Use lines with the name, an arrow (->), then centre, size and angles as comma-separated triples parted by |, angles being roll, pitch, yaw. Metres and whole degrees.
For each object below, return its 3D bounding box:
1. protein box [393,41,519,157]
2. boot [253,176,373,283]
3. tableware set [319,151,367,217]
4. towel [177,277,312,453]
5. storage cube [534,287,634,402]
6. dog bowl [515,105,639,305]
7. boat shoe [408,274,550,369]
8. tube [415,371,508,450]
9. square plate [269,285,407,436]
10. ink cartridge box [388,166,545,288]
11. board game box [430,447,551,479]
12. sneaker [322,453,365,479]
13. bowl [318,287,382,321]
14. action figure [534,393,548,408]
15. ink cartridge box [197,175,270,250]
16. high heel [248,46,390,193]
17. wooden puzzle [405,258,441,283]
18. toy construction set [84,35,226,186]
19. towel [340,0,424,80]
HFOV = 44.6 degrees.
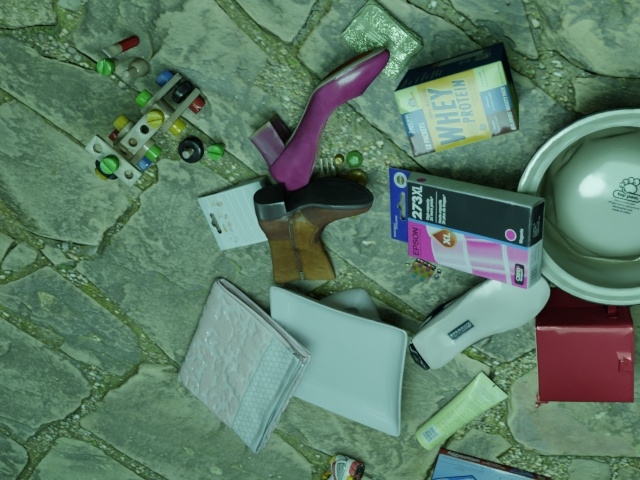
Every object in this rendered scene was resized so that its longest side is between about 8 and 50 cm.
protein box -> 0.269, -0.275, 1.513 | 0.201, 0.200, 0.135 | -13, 110, 19
boot -> 0.000, 0.000, 1.730 | 0.264, 0.096, 0.280 | -8, 134, 5
tableware set -> 0.055, -0.122, 1.736 | 0.104, 0.024, 0.154 | -4, 112, 12
towel -> -0.201, 0.309, 1.910 | 0.317, 0.053, 0.331 | 38, 119, 25
storage cube -> 0.562, 0.223, 1.677 | 0.193, 0.183, 0.214 | -2, 113, 15
dog bowl -> 0.595, -0.082, 1.546 | 0.408, 0.150, 0.407 | 6, 115, 14
boat shoe -> 0.347, 0.147, 1.711 | 0.341, 0.158, 0.127 | -33, 96, 24
tube -> 0.336, 0.420, 1.897 | 0.240, 0.062, 0.070 | -45, 141, 21
square plate -> 0.043, 0.279, 1.844 | 0.347, 0.049, 0.343 | 17, 129, 23
ink cartridge box -> 0.278, -0.033, 1.607 | 0.371, 0.069, 0.175 | 18, 122, 40
board game box -> 0.425, 0.625, 1.981 | 0.282, 0.027, 0.145 | 14, 115, 7
sneaker -> 0.049, 0.653, 2.065 | 0.093, 0.088, 0.225 | 26, 119, 24
bowl -> 0.066, 0.194, 1.859 | 0.142, 0.053, 0.141 | -18, 108, 22
action figure -> 0.540, 0.355, 1.831 | 0.038, 0.030, 0.115 | 31, 119, -7
ink cartridge box -> -0.179, -0.061, 1.817 | 0.179, 0.045, 0.145 | -12, 111, 30
high heel -> 0.031, -0.244, 1.634 | 0.377, 0.127, 0.181 | -30, 104, 35
wooden puzzle -> 0.233, 0.070, 1.787 | 0.083, 0.006, 0.049 | 27, 117, 0
toy construction set -> -0.397, -0.263, 1.660 | 0.258, 0.237, 0.308 | -15, 109, 19
towel -> 0.124, -0.405, 1.586 | 0.148, 0.027, 0.110 | 38, 118, -5
